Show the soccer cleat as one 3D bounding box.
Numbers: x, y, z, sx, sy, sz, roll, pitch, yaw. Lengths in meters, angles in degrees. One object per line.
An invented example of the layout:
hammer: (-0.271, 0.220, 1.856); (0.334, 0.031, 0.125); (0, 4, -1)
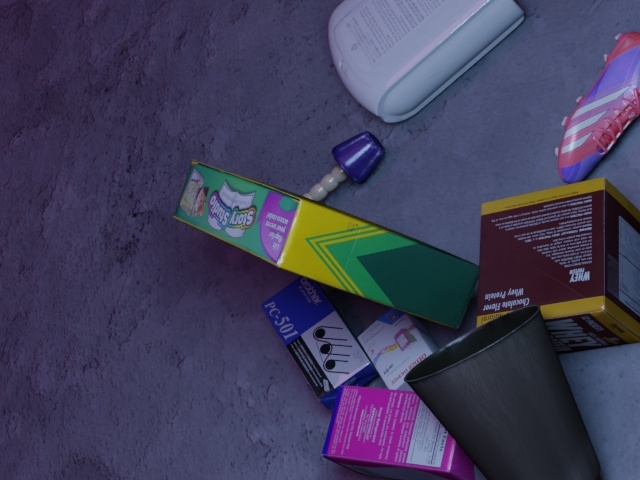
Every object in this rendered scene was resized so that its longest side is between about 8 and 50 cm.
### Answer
soccer cleat: (0.424, -0.188, 1.884); (0.095, 0.083, 0.248); (24, 81, 39)

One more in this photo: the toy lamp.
toy lamp: (-0.009, -0.076, 2.170); (0.274, 0.080, 0.080); (-42, 48, 14)

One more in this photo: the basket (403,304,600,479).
basket: (0.249, 0.228, 1.692); (0.204, 0.154, 0.227); (-29, 94, 23)

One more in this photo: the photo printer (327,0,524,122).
photo printer: (0.157, -0.356, 2.161); (0.307, 0.107, 0.256); (-41, 48, 16)

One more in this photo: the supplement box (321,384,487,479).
supplement box: (0.129, 0.279, 1.853); (0.220, 0.111, 0.114); (2, 69, 38)

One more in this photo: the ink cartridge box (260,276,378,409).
ink cartridge box: (-0.003, 0.152, 2.028); (0.097, 0.046, 0.207); (-36, 53, 1)

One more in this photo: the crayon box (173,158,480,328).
crayon box: (0.000, 0.000, 1.896); (0.363, 0.313, 0.106); (22, 90, 59)

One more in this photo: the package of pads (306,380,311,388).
package of pads: (-0.001, 0.189, 2.058); (0.050, 0.032, 0.083); (-26, 54, 26)

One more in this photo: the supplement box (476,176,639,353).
supplement box: (0.330, 0.042, 1.801); (0.191, 0.129, 0.194); (-12, 61, 34)

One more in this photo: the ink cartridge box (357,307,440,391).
ink cartridge box: (0.124, 0.166, 1.955); (0.088, 0.052, 0.122); (-43, 49, 12)
